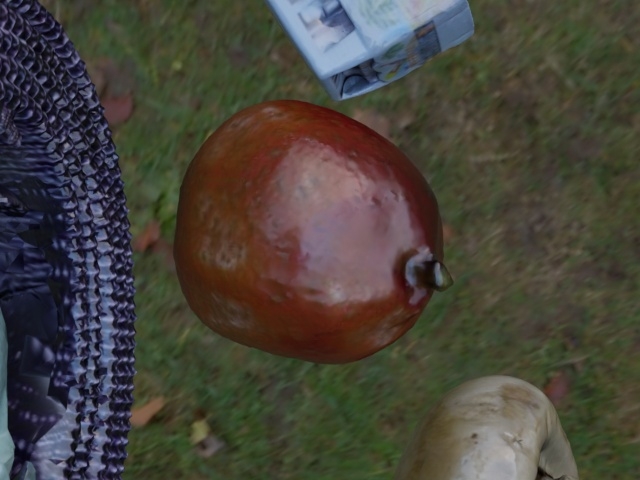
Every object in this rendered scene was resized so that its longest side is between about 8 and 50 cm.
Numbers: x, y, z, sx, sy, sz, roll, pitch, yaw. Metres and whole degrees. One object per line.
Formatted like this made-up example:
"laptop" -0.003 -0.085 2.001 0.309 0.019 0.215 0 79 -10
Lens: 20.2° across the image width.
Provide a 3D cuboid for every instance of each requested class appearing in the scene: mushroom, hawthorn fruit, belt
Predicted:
"mushroom" 0.217 0.278 1.745 0.290 0.292 0.292 5 74 22
"hawthorn fruit" 0.000 0.000 1.129 0.169 0.188 0.169 -15 114 -38
"belt" -0.175 0.043 0.767 0.122 0.260 0.324 3 94 23

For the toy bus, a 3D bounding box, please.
"toy bus" -0.020 -0.264 1.289 0.136 0.109 0.329 -32 77 4
